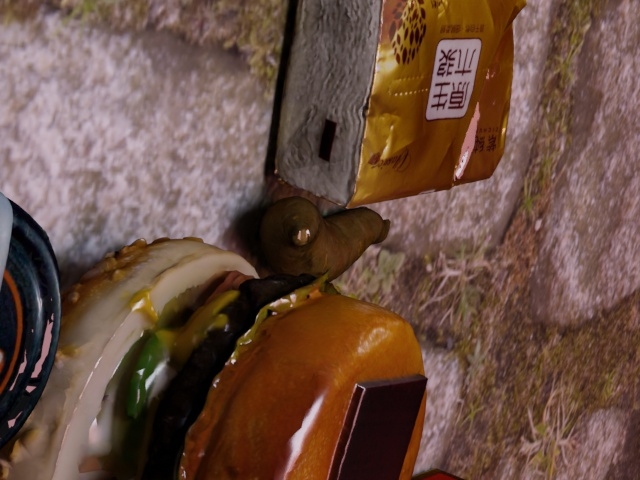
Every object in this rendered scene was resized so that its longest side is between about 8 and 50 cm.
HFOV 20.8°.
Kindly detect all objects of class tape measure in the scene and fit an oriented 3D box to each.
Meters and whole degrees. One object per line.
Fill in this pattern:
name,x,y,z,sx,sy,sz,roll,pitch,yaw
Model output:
tape measure,-0.227,0.048,0.926,0.181,0.107,0.182,44,67,-54

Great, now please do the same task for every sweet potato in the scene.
sweet potato,0.000,0.002,1.326,0.069,0.059,0.249,-55,163,10

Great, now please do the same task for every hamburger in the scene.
hamburger,-0.073,0.133,1.104,0.291,0.225,0.291,-47,147,-44

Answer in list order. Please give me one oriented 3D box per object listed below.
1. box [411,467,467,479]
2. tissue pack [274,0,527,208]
box,0.057,0.304,1.561,0.239,0.074,0.153,-8,108,-56
tissue pack,0.065,-0.129,1.330,0.226,0.092,0.183,-10,115,-54
